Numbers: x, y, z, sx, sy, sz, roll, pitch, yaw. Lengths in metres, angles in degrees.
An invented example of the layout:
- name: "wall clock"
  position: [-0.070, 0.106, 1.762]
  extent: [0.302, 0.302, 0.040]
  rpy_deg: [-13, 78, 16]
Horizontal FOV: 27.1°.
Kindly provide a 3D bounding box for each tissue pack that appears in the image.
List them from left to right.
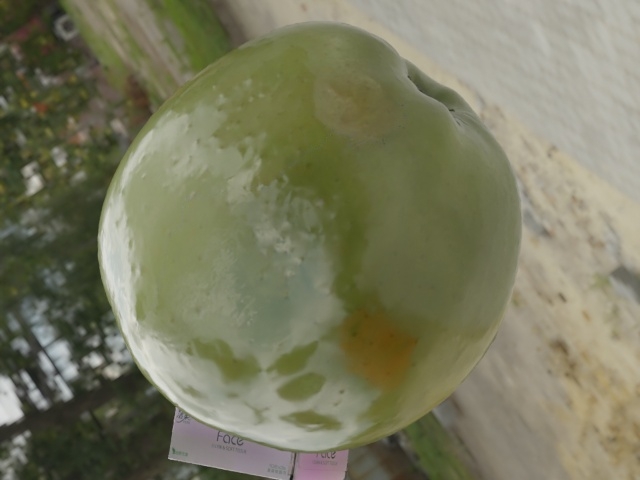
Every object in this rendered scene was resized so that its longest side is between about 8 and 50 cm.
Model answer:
- name: "tissue pack"
  position: [-0.094, 0.312, 2.043]
  extent: [0.246, 0.092, 0.148]
  rpy_deg: [4, 173, 34]

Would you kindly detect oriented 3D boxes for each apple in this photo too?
- name: "apple"
  position: [0.000, 0.000, 1.121]
  extent: [0.357, 0.357, 0.357]
  rpy_deg: [55, 174, 9]
